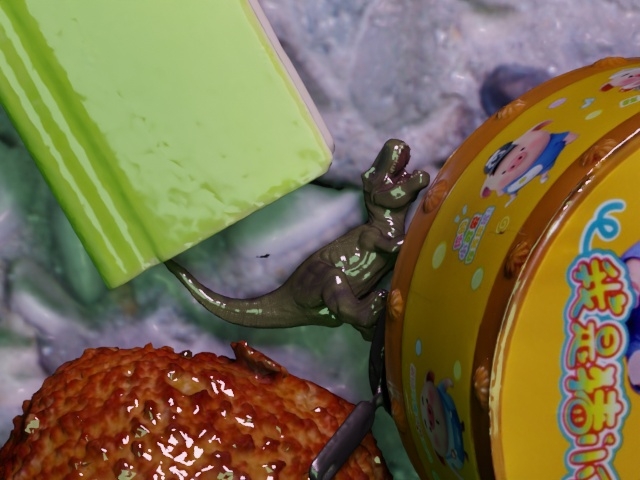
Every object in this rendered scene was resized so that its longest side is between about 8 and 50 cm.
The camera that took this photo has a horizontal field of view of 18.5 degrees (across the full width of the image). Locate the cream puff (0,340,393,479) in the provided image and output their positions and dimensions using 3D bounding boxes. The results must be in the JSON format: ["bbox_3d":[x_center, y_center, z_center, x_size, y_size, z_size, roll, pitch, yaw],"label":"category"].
[{"bbox_3d":[-0.109,0.237,1.478,0.350,0.228,0.350,0,101,-1],"label":"cream puff"}]

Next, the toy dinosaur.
[{"bbox_3d":[0.000,0.000,1.529,0.179,0.087,0.187,31,83,26],"label":"toy dinosaur"}]

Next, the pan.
[{"bbox_3d":[0.052,0.101,1.466,0.028,0.235,0.136,18,135,30],"label":"pan"}]

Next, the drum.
[{"bbox_3d":[0.266,0.082,1.385,0.431,0.214,0.431,-4,102,-18],"label":"drum"}]

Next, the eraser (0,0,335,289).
[{"bbox_3d":[-0.137,-0.131,1.469,0.210,0.092,0.274,-29,101,7],"label":"eraser"}]
